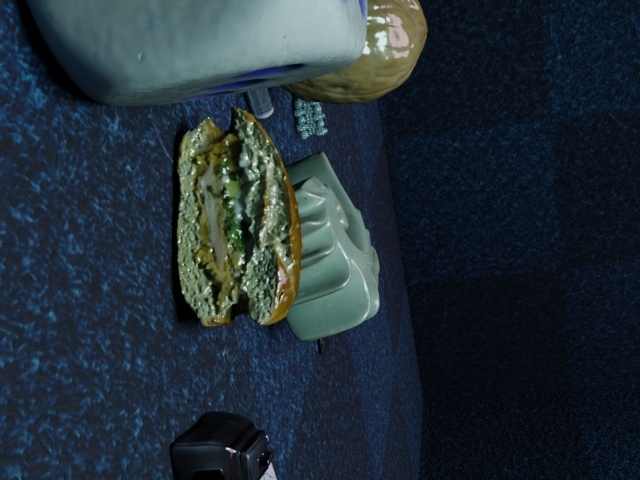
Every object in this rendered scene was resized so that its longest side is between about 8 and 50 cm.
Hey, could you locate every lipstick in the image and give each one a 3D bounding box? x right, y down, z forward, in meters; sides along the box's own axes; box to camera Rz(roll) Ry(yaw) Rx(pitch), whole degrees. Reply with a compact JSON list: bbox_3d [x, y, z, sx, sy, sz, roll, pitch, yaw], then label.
[{"bbox_3d":[-0.112,-0.265,1.137,0.040,0.040,0.141,-82,161,-46],"label":"lipstick"}]

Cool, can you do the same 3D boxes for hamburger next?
[{"bbox_3d":[-0.093,-0.022,0.887,0.156,0.144,0.283,47,37,-70],"label":"hamburger"}]

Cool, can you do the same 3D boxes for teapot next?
[{"bbox_3d":[-0.103,0.258,0.817,0.177,0.096,0.087,-19,103,-77],"label":"teapot"}]

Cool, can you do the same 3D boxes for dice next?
[{"bbox_3d":[-0.106,-0.303,0.674,0.304,0.277,0.304,-42,123,-73],"label":"dice"}]

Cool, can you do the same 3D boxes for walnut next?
[{"bbox_3d":[0.026,-0.366,1.185,0.277,0.313,0.252,-79,177,-71],"label":"walnut"}]

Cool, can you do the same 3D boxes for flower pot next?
[{"bbox_3d":[0.000,0.000,1.211,0.254,0.164,0.367,64,14,-14],"label":"flower pot"}]

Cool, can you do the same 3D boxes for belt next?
[{"bbox_3d":[-0.031,-0.313,1.471,0.100,0.065,0.179,-83,162,-72],"label":"belt"}]

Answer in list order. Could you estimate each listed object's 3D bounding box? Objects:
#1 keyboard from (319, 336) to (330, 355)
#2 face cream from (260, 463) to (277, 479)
[{"bbox_3d":[-0.004,0.142,1.481,0.074,0.015,0.196,-60,142,-75],"label":"keyboard"},{"bbox_3d":[-0.070,0.407,0.999,0.092,0.058,0.243,-50,126,-66],"label":"face cream"}]
